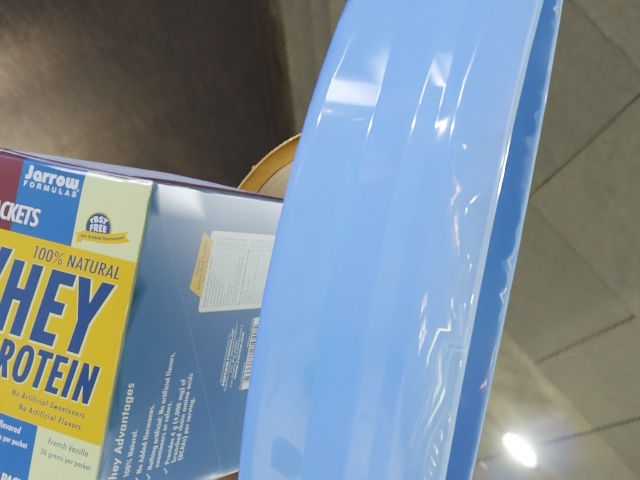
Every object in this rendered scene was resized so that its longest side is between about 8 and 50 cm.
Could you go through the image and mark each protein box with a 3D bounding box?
[{"bbox_3d":[-0.128,0.053,0.658,0.136,0.199,0.201,12,-177,24],"label":"protein box"}]

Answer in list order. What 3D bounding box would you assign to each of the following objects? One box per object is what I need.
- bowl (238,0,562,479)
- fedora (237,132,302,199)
[{"bbox_3d":[0.052,0.029,0.500,0.077,0.391,0.391,11,149,13],"label":"bowl"},{"bbox_3d":[0.000,0.000,0.830,0.079,0.194,0.194,44,161,36],"label":"fedora"}]
